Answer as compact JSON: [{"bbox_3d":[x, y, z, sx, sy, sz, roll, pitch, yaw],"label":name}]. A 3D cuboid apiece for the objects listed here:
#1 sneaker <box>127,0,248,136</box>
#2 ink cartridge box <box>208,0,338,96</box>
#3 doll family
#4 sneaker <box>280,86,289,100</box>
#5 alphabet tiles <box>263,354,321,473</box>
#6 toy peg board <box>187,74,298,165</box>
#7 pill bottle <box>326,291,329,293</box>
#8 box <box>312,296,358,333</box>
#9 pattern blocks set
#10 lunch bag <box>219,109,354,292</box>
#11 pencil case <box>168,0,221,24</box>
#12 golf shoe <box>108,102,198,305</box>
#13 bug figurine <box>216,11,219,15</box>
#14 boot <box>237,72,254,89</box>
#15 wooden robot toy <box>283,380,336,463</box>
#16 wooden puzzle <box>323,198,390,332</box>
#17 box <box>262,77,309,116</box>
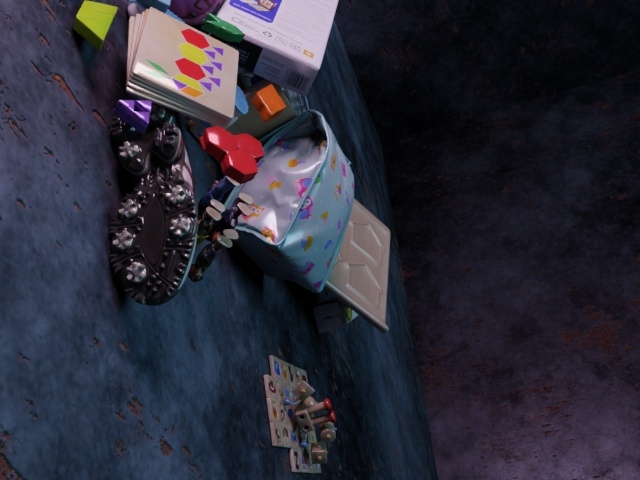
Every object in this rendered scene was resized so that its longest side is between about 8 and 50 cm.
[{"bbox_3d":[-0.213,-0.256,1.039,0.228,0.092,0.087,51,21,-15],"label":"sneaker"},{"bbox_3d":[-0.068,-0.393,1.204,0.370,0.176,0.069,-78,-165,-47],"label":"ink cartridge box"},{"bbox_3d":[-0.156,-0.022,0.968,0.076,0.111,0.193,38,36,-10],"label":"doll family"},{"bbox_3d":[-0.113,-0.295,1.510,0.071,0.066,0.188,64,-15,16],"label":"sneaker"},{"bbox_3d":[-0.050,0.316,1.254,0.237,0.009,0.198,47,31,-65],"label":"alphabet tiles"},{"bbox_3d":[-0.132,-0.215,1.198,0.079,0.161,0.161,64,6,29],"label":"toy peg board"},{"bbox_3d":[0.034,0.100,1.792,0.083,0.043,0.043,-82,154,-60],"label":"pill bottle"},{"bbox_3d":[0.051,0.171,1.733,0.324,0.067,0.063,-6,82,-78],"label":"box"},{"bbox_3d":[-0.177,-0.223,0.905,0.286,0.026,0.324,28,38,-17],"label":"pattern blocks set"},{"bbox_3d":[-0.036,-0.075,1.239,0.262,0.160,0.223,-65,153,-16],"label":"lunch bag"},{"bbox_3d":[-0.209,-0.505,1.172,0.386,0.167,0.160,-89,-157,-51],"label":"pencil case"},{"bbox_3d":[-0.187,-0.038,0.854,0.120,0.105,0.272,66,15,-60],"label":"golf shoe"},{"bbox_3d":[-0.128,-0.486,1.378,0.072,0.216,0.278,3,70,-66],"label":"bug figurine"},{"bbox_3d":[-0.139,-0.207,1.357,0.208,0.076,0.189,-73,145,-55],"label":"boot"},{"bbox_3d":[-0.012,0.310,1.256,0.079,0.076,0.173,-102,174,-71],"label":"wooden robot toy"},{"bbox_3d":[0.036,0.013,1.599,0.322,0.081,0.347,39,36,-32],"label":"wooden puzzle"},{"bbox_3d":[-0.075,-0.312,1.613,0.175,0.051,0.220,155,-78,-75],"label":"box"}]
